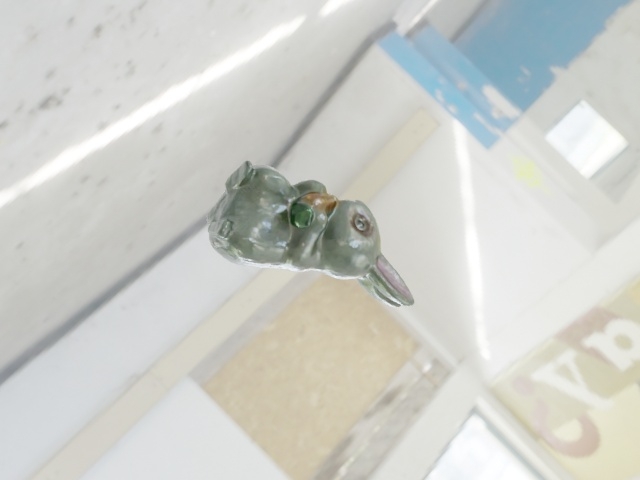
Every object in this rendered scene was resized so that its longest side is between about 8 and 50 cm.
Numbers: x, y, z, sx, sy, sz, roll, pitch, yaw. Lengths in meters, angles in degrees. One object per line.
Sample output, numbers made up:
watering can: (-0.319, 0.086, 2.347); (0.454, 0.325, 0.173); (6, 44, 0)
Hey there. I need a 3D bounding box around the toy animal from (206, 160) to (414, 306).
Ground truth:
toy animal: (0.000, -0.002, 1.166); (0.125, 0.251, 0.127); (-63, -161, 16)
